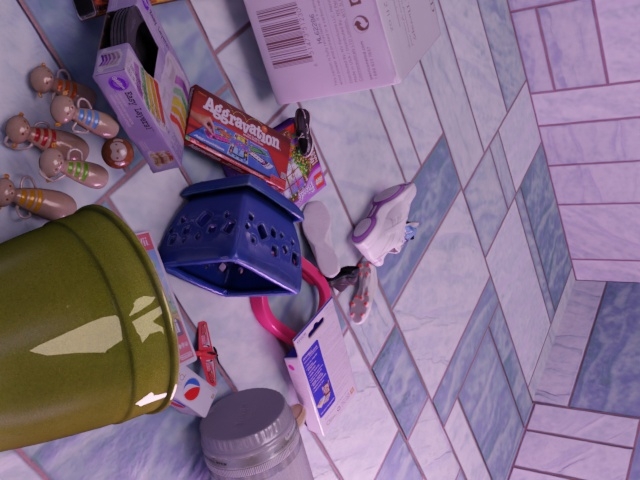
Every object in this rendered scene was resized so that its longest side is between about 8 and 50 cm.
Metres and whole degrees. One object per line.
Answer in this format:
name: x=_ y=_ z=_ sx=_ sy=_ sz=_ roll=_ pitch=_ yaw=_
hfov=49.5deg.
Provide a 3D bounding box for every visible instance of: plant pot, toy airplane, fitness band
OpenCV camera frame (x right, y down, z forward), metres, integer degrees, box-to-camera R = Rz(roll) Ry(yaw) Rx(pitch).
plant pot: x=-0.179 y=-0.010 z=1.499 sx=0.236 sy=0.236 sz=0.212 roll=34 pitch=59 yaw=-48
toy airplane: x=-0.269 y=0.252 z=1.528 sx=0.151 sy=0.028 sz=0.151 roll=52 pitch=27 yaw=-41
fitness band: x=-0.074 y=0.152 z=1.794 sx=0.291 sy=0.054 sz=0.209 roll=43 pitch=60 yaw=-44
plant pot: x=-0.463 y=0.163 z=1.050 sx=0.353 sy=0.366 sz=0.366 roll=-20 pitch=107 yaw=-41

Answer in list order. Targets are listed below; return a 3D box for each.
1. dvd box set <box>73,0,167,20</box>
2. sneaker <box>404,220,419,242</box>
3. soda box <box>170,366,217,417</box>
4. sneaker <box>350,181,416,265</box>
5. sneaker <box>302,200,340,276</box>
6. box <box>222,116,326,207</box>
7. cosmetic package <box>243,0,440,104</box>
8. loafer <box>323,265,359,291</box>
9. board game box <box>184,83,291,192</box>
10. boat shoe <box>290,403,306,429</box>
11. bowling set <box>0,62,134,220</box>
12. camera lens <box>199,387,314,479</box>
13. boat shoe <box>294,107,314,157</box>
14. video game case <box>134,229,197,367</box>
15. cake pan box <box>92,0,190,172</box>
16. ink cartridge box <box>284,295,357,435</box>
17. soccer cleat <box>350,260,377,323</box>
dvd box set: x=-0.350 y=-0.632 z=1.393 sx=0.420 sy=0.062 sz=0.307 roll=-34 pitch=118 yaw=-48
sneaker: x=0.271 y=-0.025 z=2.244 sx=0.162 sy=0.063 sz=0.073 roll=-3 pitch=96 yaw=-53
soda box: x=-0.313 y=0.292 z=1.446 sx=0.216 sy=0.074 sz=0.069 roll=50 pitch=51 yaw=-42
sneaker: x=0.208 y=-0.053 z=2.108 sx=0.305 sy=0.114 sz=0.152 roll=-51 pitch=118 yaw=-28
sneaker: x=0.000 y=0.000 z=1.880 sx=0.094 sy=0.080 sz=0.212 roll=85 pitch=-7 yaw=-83
box: x=-0.107 y=-0.166 z=1.732 sx=0.293 sy=0.057 sz=0.201 roll=-43 pitch=123 yaw=-45
cosmetic package: x=0.061 y=-0.568 z=1.686 sx=0.393 sy=0.327 sz=0.329 roll=-54 pitch=132 yaw=-51
loafer: x=0.059 y=0.117 z=1.962 sx=0.170 sy=0.062 sz=0.061 roll=-15 pitch=107 yaw=-51
board game box: x=-0.185 y=-0.227 z=1.578 sx=0.281 sy=0.027 sz=0.145 roll=25 pitch=57 yaw=-37
boat shoe: x=-0.095 y=0.466 z=1.755 sx=0.170 sy=0.063 sz=0.059 roll=-43 pitch=130 yaw=-43
bowling set: x=-0.431 y=-0.178 z=1.188 sx=0.154 sy=0.200 sz=0.287 roll=19 pitch=72 yaw=-51
camera lens: x=-0.139 y=0.502 z=1.563 sx=0.219 sy=0.219 sz=0.274 roll=-36 pitch=119 yaw=-47
boat shoe: x=-0.044 y=-0.270 z=1.732 sx=0.038 sy=0.046 sz=0.125 roll=13 pitch=74 yaw=-51
video game case: x=-0.355 y=0.131 z=1.340 sx=0.204 sy=0.025 sz=0.285 roll=-20 pitch=89 yaw=-61
cake pan box: x=-0.328 y=-0.304 z=1.300 sx=0.267 sy=0.070 sz=0.246 roll=69 pitch=13 yaw=-52
ink cartridge box: x=-0.001 y=0.328 z=1.822 sx=0.176 sy=0.069 sz=0.371 roll=-46 pitch=138 yaw=-37
soccer cleat: x=0.137 y=0.158 z=2.064 sx=0.076 sy=0.068 sz=0.196 roll=34 pitch=61 yaw=-52
